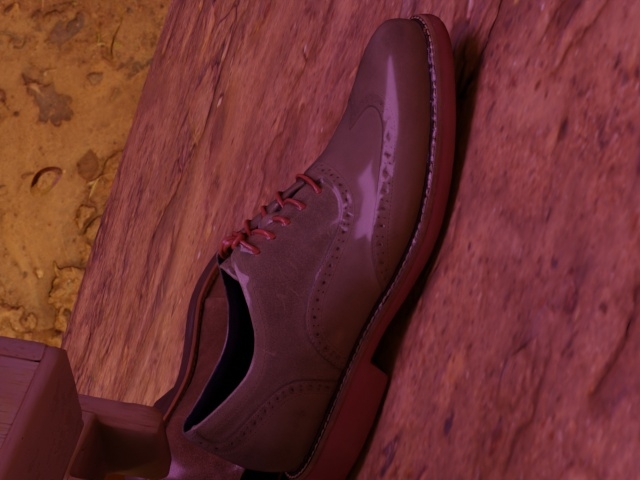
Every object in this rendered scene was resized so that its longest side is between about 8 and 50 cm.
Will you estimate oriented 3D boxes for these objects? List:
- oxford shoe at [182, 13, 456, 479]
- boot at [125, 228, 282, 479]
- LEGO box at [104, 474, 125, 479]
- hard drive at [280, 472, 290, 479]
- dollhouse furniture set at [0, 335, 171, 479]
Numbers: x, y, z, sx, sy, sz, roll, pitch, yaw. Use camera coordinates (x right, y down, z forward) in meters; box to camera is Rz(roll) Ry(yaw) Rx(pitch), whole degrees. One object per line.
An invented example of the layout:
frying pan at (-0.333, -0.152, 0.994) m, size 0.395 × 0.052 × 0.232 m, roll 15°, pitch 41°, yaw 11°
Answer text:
oxford shoe at (0.000, 0.000, 0.987) m, size 0.123 × 0.130 × 0.348 m, roll -163°, pitch 89°, yaw -74°
boot at (-0.052, 0.101, 1.159) m, size 0.115 × 0.112 × 0.305 m, roll -15°, pitch 37°, yaw 29°
LEGO box at (-0.292, 0.469, 1.221) m, size 0.372 × 0.193 × 0.500 m, roll -57°, pitch 10°, yaw 44°
hard drive at (-0.059, 0.234, 1.158) m, size 0.094 × 0.022 × 0.135 m, roll -103°, pitch 33°, yaw -59°
dollhouse furniture set at (-0.262, 0.221, 0.804) m, size 0.394 × 0.256 × 0.362 m, roll 89°, pitch -165°, yaw -48°
